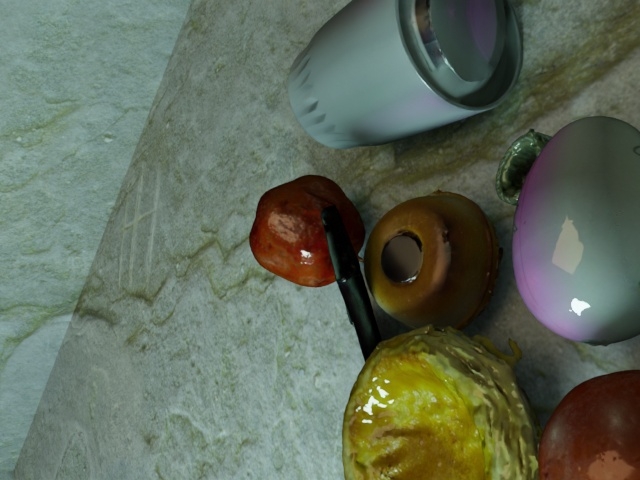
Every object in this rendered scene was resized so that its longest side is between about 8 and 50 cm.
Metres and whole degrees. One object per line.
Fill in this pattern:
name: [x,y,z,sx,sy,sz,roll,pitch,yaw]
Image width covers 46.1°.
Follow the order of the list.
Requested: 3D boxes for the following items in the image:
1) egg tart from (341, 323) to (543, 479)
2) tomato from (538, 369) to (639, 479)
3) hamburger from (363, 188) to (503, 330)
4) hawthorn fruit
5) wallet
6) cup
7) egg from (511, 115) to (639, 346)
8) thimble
egg tart: [0.177,0.299,1.013,0.388,0.169,0.388,-22,64,54]
tomato: [0.329,0.243,0.763,0.208,0.208,0.184,-55,24,30]
hamburger: [0.170,0.032,1.138,0.237,0.147,0.237,-10,76,43]
hawthorn fruit: [0.000,0.000,1.377,0.243,0.207,0.207,31,105,37]
wallet: [0.058,0.098,1.202,0.172,0.045,0.318,-108,0,-45]
cup: [0.125,-0.289,1.231,0.371,0.253,0.253,-16,66,57]
egg: [0.326,-0.013,0.882,0.196,0.196,0.271,-7,57,55]
thimble: [0.299,-0.099,1.064,0.084,0.062,0.110,30,104,57]
